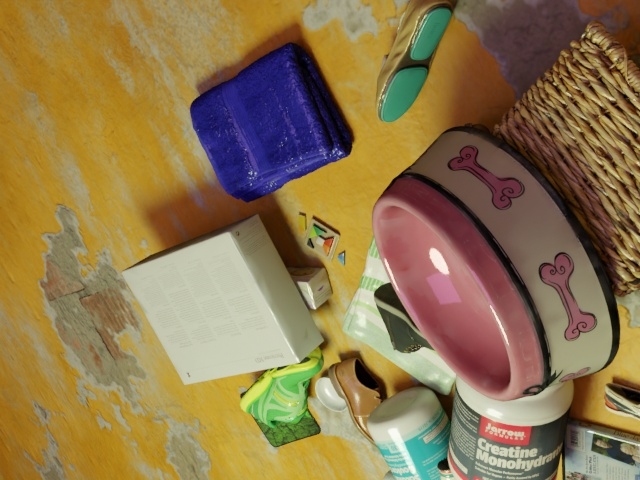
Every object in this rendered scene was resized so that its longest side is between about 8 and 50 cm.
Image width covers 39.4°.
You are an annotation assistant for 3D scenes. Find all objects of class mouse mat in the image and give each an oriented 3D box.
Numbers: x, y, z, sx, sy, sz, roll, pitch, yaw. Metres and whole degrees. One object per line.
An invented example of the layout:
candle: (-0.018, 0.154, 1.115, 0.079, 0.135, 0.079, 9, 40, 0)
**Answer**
mouse mat: (-0.094, 0.392, 2.023, 0.189, 0.007, 0.153, -30, 94, 44)

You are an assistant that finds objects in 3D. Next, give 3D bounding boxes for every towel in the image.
towel: (-0.103, -0.203, 1.628, 0.308, 0.076, 0.228, -20, 102, 44)
towel: (0.174, 0.109, 1.617, 0.248, 0.038, 0.325, 32, 131, 19)

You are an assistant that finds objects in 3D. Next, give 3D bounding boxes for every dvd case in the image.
dvd case: (0.533, 0.406, 1.516, 0.253, 0.022, 0.180, 10, 122, 34)

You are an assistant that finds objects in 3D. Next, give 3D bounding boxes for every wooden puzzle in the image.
wooden puzzle: (0.000, 0.000, 1.709, 0.116, 0.014, 0.079, 27, 129, 24)

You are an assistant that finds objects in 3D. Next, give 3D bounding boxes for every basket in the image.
basket: (0.418, -0.119, 1.153, 0.299, 0.213, 0.223, 56, 139, 15)

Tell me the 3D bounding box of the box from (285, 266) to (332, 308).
box: (-0.123, 0.093, 1.827, 0.324, 0.067, 0.063, 0, 115, 40)

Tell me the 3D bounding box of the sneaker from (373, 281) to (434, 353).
sneaker: (0.184, 0.159, 1.542, 0.222, 0.083, 0.118, 34, 148, 54)

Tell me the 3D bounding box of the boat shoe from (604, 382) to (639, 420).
boat shoe: (0.519, 0.262, 1.425, 0.137, 0.049, 0.043, 10, 119, 40)

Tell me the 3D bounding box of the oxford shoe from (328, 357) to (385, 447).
oxford shoe: (0.101, 0.329, 1.786, 0.076, 0.076, 0.212, -30, 96, 32)

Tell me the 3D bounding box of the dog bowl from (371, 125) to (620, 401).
dog bowl: (0.226, 0.050, 1.279, 0.408, 0.150, 0.408, 53, 164, 23)

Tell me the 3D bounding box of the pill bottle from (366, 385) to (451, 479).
pill bottle: (0.208, 0.422, 1.699, 0.146, 0.146, 0.264, -22, 100, 44)

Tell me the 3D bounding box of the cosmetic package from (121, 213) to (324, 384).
cosmetic package: (-0.206, 0.130, 1.802, 0.377, 0.097, 0.284, -17, 102, 44)

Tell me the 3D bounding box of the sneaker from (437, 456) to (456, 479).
sneaker: (0.288, 0.422, 1.630, 0.057, 0.161, 0.075, 10, 110, 64)

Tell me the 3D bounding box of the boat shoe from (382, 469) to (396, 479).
boat shoe: (0.228, 0.599, 1.815, 0.119, 0.121, 0.335, -1, 124, 44)

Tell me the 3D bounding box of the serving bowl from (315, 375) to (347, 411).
serving bowl: (0.030, 0.315, 1.862, 0.083, 0.027, 0.083, 19, 126, 29)

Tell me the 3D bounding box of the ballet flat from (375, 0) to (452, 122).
ballet flat: (0.138, -0.292, 1.398, 0.073, 0.080, 0.232, 61, 140, 34)

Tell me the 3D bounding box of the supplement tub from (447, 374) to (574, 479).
supplement tub: (0.318, 0.288, 1.500, 0.191, 0.191, 0.272, 20, 126, 29)

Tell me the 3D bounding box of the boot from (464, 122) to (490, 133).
boot: (0.313, -0.055, 1.384, 0.115, 0.112, 0.305, -23, 101, 20)

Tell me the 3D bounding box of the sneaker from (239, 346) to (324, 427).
sneaker: (-0.061, 0.308, 1.887, 0.123, 0.109, 0.295, 42, 138, -1)
